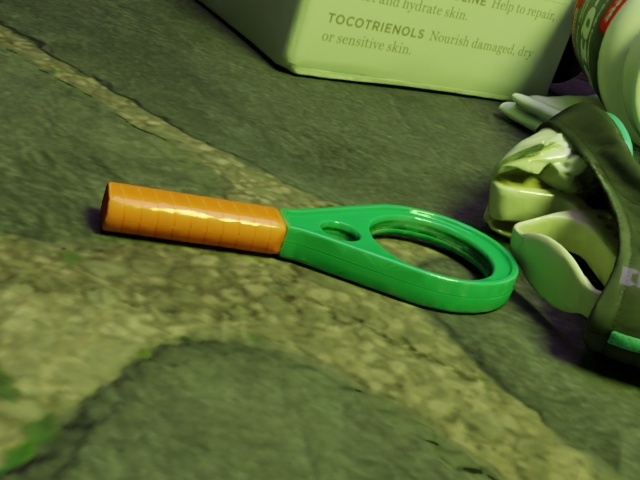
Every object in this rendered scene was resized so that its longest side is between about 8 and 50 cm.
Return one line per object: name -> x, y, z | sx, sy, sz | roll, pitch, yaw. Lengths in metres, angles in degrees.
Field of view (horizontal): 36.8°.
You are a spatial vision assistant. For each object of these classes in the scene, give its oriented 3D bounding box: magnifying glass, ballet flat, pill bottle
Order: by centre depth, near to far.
magnifying glass -> 0.000, 0.000, 0.515 | 0.231, 0.026, 0.092 | 10, 25, -20
ballet flat -> 0.157, -0.019, 0.581 | 0.096, 0.095, 0.280 | 2, 25, -5
pill bottle -> 0.311, -0.162, 0.821 | 0.161, 0.161, 0.283 | 17, 23, 0

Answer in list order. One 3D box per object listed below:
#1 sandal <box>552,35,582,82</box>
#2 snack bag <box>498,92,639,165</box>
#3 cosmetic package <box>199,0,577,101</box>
sandal -> 0.220, -0.246, 1.130 | 0.054, 0.097, 0.254 | 1, 18, -36
snack bag -> 0.391, -0.073, 0.926 | 0.342, 0.037, 0.323 | -7, 33, -44
cosmetic package -> 0.081, -0.389, 0.962 | 0.327, 0.393, 0.329 | 1, 27, -32
